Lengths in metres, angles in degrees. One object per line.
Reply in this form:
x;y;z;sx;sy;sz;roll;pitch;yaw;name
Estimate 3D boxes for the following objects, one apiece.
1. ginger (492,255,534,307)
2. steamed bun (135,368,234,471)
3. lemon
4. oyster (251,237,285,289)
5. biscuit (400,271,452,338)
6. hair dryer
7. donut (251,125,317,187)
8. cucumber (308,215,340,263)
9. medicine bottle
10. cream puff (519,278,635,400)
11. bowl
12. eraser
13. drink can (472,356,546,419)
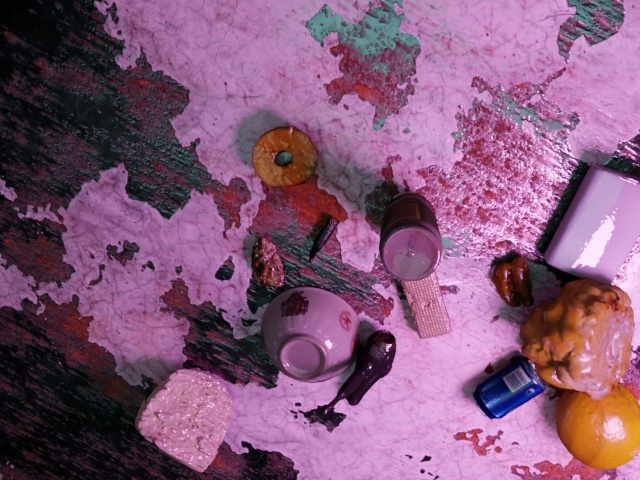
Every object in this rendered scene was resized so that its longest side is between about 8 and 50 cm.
0.549;0.129;1.463;0.103;0.073;0.162;-16;107;15;ginger
-0.432;0.572;1.705;0.290;0.273;0.272;44;67;-10;steamed bun
0.800;0.521;1.475;0.236;0.236;0.263;-15;135;14;lemon
-0.165;0.073;1.574;0.105;0.056;0.177;9;115;14;oyster
0.311;0.179;1.525;0.108;0.062;0.238;-16;105;14;biscuit
0.084;0.432;1.508;0.120;0.359;0.303;37;121;19;hair dryer
-0.095;-0.236;1.445;0.190;0.074;0.174;-26;104;21;donut
0.000;0.000;1.530;0.039;0.043;0.163;48;112;32;cucumber
0.231;-0.015;1.332;0.151;0.322;0.151;3;108;8;medicine bottle
0.670;0.254;1.388;0.324;0.257;0.291;30;74;-35;cream puff
-0.041;0.326;1.584;0.337;0.157;0.337;3;110;9;bowl
0.745;-0.041;1.358;0.189;0.104;0.290;18;111;-3;eraser
0.566;0.447;1.547;0.205;0.118;0.118;-41;98;20;drink can
